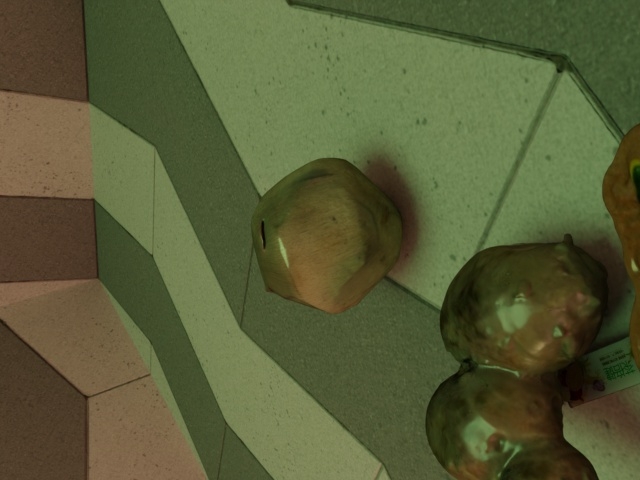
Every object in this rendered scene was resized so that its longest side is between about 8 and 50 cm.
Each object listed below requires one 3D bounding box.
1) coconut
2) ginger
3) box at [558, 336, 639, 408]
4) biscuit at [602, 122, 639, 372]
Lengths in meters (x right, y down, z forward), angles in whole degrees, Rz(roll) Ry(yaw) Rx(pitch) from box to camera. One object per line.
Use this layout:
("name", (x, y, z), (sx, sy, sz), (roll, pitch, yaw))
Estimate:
("coconut", (0.000, 0.000, 0.998), (0.224, 0.224, 0.224), (35, 133, 47))
("ginger", (0.204, 0.153, 0.748), (0.245, 0.155, 0.303), (162, 112, -63))
("box", (0.321, 0.121, 0.717), (0.049, 0.041, 0.207), (67, 149, 16))
("biscuit", (0.316, 0.062, 0.525), (0.202, 0.047, 0.333), (0, 106, 61))
